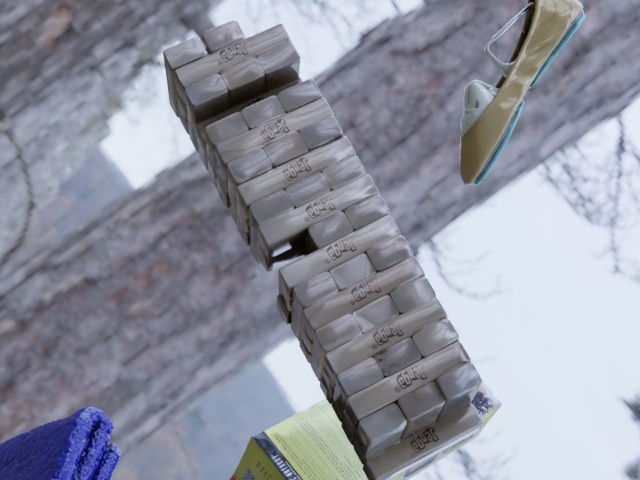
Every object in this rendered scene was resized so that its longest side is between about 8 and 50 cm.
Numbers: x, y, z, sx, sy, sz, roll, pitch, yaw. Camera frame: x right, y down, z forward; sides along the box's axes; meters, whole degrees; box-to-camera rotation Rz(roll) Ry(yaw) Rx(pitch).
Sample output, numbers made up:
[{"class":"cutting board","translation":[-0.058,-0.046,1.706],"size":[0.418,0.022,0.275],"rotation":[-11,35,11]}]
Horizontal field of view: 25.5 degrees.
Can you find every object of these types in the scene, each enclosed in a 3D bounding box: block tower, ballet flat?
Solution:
[{"class":"block tower","translation":[0.000,0.000,1.006],"size":[0.335,0.091,0.097],"rotation":[61,-11,16]},{"class":"ballet flat","translation":[0.195,-0.170,1.510],"size":[0.073,0.232,0.080],"rotation":[32,-4,-5]}]

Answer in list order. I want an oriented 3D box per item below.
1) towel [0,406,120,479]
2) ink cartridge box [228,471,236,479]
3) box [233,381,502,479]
[{"class":"towel","translation":[-0.337,0.306,1.420],"size":[0.076,0.308,0.227],"rotation":[43,38,-26]},{"class":"ink cartridge box","translation":[-0.089,0.368,1.463],"size":[0.131,0.306,0.226],"rotation":[40,3,13]},{"class":"box","translation":[0.043,0.165,1.188],"size":[0.087,0.232,0.058],"rotation":[48,-42,20]}]
